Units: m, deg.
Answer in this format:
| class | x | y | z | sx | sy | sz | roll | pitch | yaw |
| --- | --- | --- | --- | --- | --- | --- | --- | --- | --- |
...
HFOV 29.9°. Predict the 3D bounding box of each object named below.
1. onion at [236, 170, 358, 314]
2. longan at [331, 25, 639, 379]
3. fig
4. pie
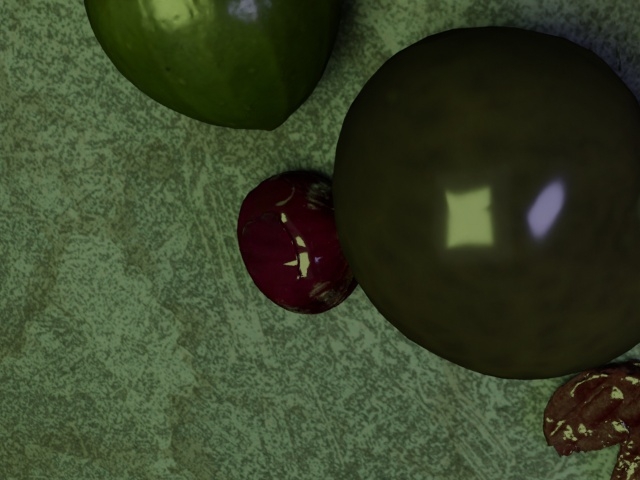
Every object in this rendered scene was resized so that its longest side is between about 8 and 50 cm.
| class | x | y | z | sx | sy | sz | roll | pitch | yaw |
| --- | --- | --- | --- | --- | --- | --- | --- | --- | --- |
| onion | 0.000 | 0.000 | 1.551 | 0.218 | 0.140 | 0.195 | -13 | 100 | 30 |
| longan | 0.193 | -0.036 | 1.284 | 0.405 | 0.336 | 0.404 | 21 | 135 | 23 |
| fig | -0.109 | -0.261 | 1.386 | 0.316 | 0.316 | 0.316 | 13 | 119 | 24 |
| pie | 0.391 | 0.249 | 1.496 | 0.204 | 0.054 | 0.218 | -34 | 92 | 37 |
